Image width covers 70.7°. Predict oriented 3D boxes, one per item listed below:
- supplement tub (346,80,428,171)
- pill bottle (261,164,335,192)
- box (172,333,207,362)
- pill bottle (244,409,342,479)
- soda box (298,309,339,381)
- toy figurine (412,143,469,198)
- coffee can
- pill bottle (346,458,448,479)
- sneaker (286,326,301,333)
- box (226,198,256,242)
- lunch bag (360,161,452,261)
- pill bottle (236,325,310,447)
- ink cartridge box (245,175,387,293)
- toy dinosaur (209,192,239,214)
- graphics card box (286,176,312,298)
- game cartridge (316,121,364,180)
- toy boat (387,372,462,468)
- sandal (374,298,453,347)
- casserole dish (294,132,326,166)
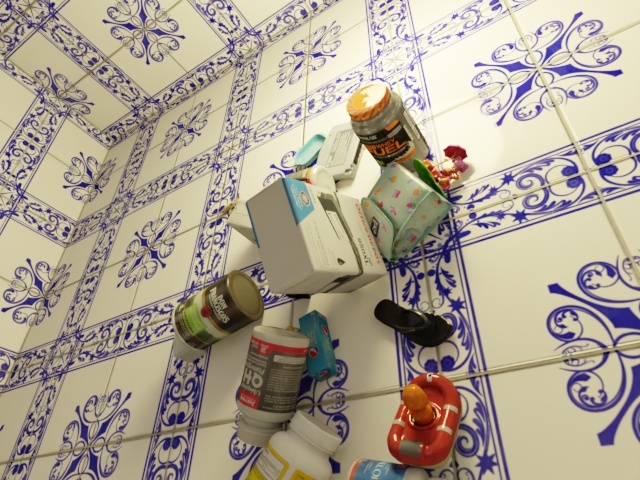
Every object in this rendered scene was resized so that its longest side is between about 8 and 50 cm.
[{"bbox_3d":[0.232,-0.388,1.579,0.194,0.316,0.193,-22,47,26],"label":"supplement tub"},{"bbox_3d":[-0.092,-0.193,1.810,0.279,0.162,0.162,-11,53,33],"label":"pill bottle"},{"bbox_3d":[-0.504,0.400,1.747,0.102,0.087,0.101,-30,44,17],"label":"box"},{"bbox_3d":[-0.089,0.623,1.159,0.188,0.188,0.333,21,73,46],"label":"pill bottle"},{"bbox_3d":[-0.009,0.327,1.412,0.071,0.067,0.210,-31,44,17],"label":"soda box"},{"bbox_3d":[0.420,-0.243,1.484,0.159,0.130,0.173,-34,64,1],"label":"toy figurine"},{"bbox_3d":[-0.376,0.261,1.665,0.275,0.201,0.201,-31,44,18],"label":"coffee can"},{"bbox_3d":[0.179,0.575,1.025,0.222,0.124,0.124,-10,53,33],"label":"pill bottle"},{"bbox_3d":[-0.150,0.362,1.481,0.225,0.093,0.088,-45,42,3],"label":"sneaker"},{"bbox_3d":[-0.247,-0.063,1.822,0.181,0.182,0.119,13,68,45],"label":"box"},{"bbox_3d":[0.247,-0.087,1.459,0.262,0.160,0.223,-52,43,14],"label":"lunch bag"},{"bbox_3d":[-0.147,0.425,1.333,0.176,0.176,0.318,8,84,43],"label":"pill bottle"},{"bbox_3d":[0.000,0.000,1.347,0.166,0.395,0.285,-30,69,30],"label":"ink cartridge box"},{"bbox_3d":[-0.447,-0.152,2.169,0.183,0.053,0.092,-37,27,0],"label":"toy dinosaur"},{"bbox_3d":[-0.077,-0.006,1.577,0.094,0.232,0.370,-1,63,16],"label":"graphics card box"},{"bbox_3d":[0.085,-0.372,1.887,0.198,0.062,0.297,-7,55,41],"label":"game cartridge"},{"bbox_3d":[0.237,0.399,1.058,0.151,0.151,0.231,-8,27,34],"label":"toy boat"},{"bbox_3d":[0.250,0.231,1.282,0.255,0.054,0.097,12,67,44],"label":"sandal"},{"bbox_3d":[-0.038,-0.402,2.023,0.188,0.037,0.114,-48,42,0],"label":"casserole dish"}]
